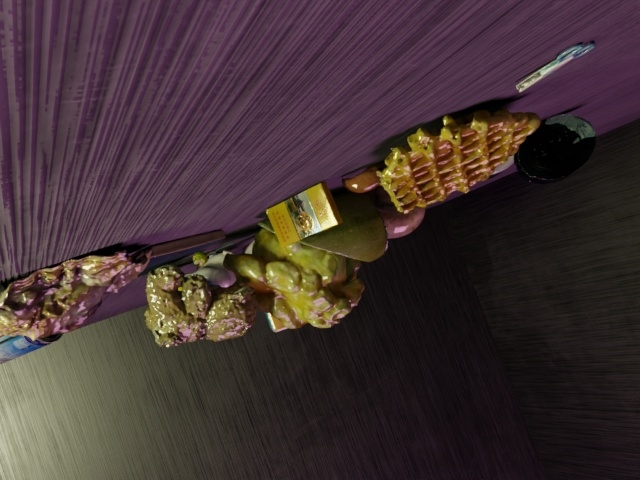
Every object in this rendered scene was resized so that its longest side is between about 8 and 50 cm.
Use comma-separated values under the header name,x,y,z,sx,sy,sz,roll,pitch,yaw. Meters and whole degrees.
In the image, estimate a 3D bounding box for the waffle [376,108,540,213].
name,x,y,z,sx,sy,sz,roll,pitch,yaw
waffle,0.225,-0.135,1.101,0.308,0.060,0.312,-14,160,-23

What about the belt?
name,x,y,z,sx,sy,sz,roll,pitch,yaw
belt,0.571,-0.226,1.517,0.199,0.151,0.078,-30,172,5

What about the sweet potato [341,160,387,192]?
name,x,y,z,sx,sy,sz,roll,pitch,yaw
sweet potato,0.142,-0.132,1.199,0.202,0.055,0.058,-18,135,-3

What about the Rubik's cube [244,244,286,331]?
name,x,y,z,sx,sy,sz,roll,pitch,yaw
Rubik's cube,-0.073,0.122,2.064,0.292,0.291,0.290,-19,178,-9

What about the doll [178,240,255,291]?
name,x,y,z,sx,sy,sz,roll,pitch,yaw
doll,-0.335,0.125,1.742,0.366,0.187,0.376,-29,160,-45

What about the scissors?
name,x,y,z,sx,sy,sz,roll,pitch,yaw
scissors,0.318,-0.238,0.854,0.058,0.014,0.119,-17,172,-35

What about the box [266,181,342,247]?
name,x,y,z,sx,sy,sz,roll,pitch,yaw
box,-0.034,-0.048,1.219,0.155,0.086,0.023,-23,177,38

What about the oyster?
name,x,y,z,sx,sy,sz,roll,pitch,yaw
oyster,-0.450,0.104,1.069,0.355,0.106,0.201,-19,173,-17

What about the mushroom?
name,x,y,z,sx,sy,sz,roll,pitch,yaw
mushroom,0.167,-0.081,1.498,0.166,0.127,0.166,-14,-138,13

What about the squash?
name,x,y,z,sx,sy,sz,roll,pitch,yaw
squash,0.000,0.000,1.400,0.261,0.189,0.189,-24,179,-26

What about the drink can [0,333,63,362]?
name,x,y,z,sx,sy,sz,roll,pitch,yaw
drink can,-0.759,0.243,1.577,0.235,0.097,0.097,-23,176,32

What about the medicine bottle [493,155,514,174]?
name,x,y,z,sx,sy,sz,roll,pitch,yaw
medicine bottle,0.452,-0.207,1.679,0.115,0.078,0.219,-22,176,6

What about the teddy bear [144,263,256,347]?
name,x,y,z,sx,sy,sz,roll,pitch,yaw
teddy bear,-0.272,0.164,1.445,0.256,0.156,0.267,-7,147,-19

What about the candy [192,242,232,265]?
name,x,y,z,sx,sy,sz,roll,pitch,yaw
candy,-0.280,0.031,1.622,0.123,0.035,0.035,-29,-133,-35

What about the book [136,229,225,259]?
name,x,y,z,sx,sy,sz,roll,pitch,yaw
book,-0.354,0.042,1.329,0.269,0.025,0.191,-23,177,40

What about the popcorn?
name,x,y,z,sx,sy,sz,roll,pitch,yaw
popcorn,-0.058,0.077,1.575,0.279,0.336,0.274,-56,-174,-36
